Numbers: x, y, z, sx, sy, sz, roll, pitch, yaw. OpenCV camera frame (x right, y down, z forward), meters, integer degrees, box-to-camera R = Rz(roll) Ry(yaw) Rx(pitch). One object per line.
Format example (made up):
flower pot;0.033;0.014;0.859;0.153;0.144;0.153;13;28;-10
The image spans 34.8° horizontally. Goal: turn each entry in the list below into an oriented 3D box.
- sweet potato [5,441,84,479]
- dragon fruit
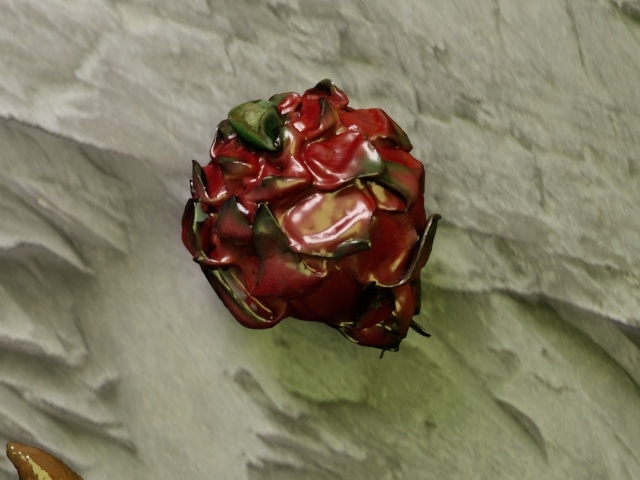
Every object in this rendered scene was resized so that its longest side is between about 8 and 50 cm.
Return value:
sweet potato;-0.202;0.341;0.865;0.106;0.095;0.354;-3;88;-29
dragon fruit;0.000;0.000;0.935;0.234;0.234;0.293;-31;112;-23
